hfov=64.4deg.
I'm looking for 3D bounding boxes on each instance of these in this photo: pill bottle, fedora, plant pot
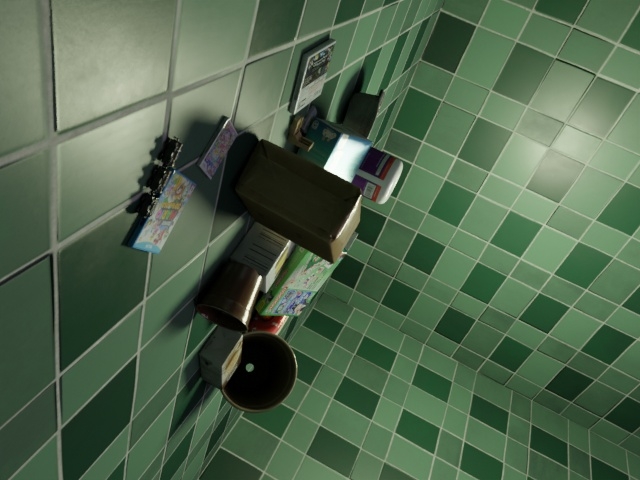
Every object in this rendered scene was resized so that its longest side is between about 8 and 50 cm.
[{"bbox_3d":[0.133,-0.279,1.909,0.181,0.323,0.181,-60,171,-16],"label":"pill bottle"},{"bbox_3d":[0.165,-0.508,2.070,0.243,0.124,0.275,110,2,-49],"label":"fedora"},{"bbox_3d":[-0.260,0.163,1.519,0.167,0.167,0.165,101,10,-61],"label":"plant pot"},{"bbox_3d":[-0.285,0.548,2.156,0.323,0.323,0.280,-60,-172,-18],"label":"plant pot"}]

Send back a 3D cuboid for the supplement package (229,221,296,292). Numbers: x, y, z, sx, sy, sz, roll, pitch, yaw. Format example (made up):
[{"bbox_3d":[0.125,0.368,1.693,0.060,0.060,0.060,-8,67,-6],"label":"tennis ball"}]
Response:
[{"bbox_3d":[-0.171,0.022,1.656,0.244,0.134,0.139,-58,170,-28],"label":"supplement package"}]

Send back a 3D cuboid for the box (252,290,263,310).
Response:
[{"bbox_3d":[-0.265,0.191,1.752,0.156,0.093,0.158,-56,170,-38],"label":"box"}]

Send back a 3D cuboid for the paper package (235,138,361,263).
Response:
[{"bbox_3d":[-0.051,-0.097,1.415,0.168,0.310,0.325,-59,170,-9],"label":"paper package"}]

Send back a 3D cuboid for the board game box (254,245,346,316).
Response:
[{"bbox_3d":[-0.067,0.138,1.796,0.214,0.046,0.317,15,117,-53],"label":"board game box"}]

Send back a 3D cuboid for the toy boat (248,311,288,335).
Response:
[{"bbox_3d":[-0.241,0.329,2.267,0.231,0.151,0.151,-59,140,-31],"label":"toy boat"}]

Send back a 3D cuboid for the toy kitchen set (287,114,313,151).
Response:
[{"bbox_3d":[-0.046,-0.331,1.525,0.068,0.075,0.083,-57,174,-41],"label":"toy kitchen set"}]

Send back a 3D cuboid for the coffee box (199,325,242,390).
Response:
[{"bbox_3d":[-0.363,0.429,1.864,0.141,0.098,0.246,-57,169,-35],"label":"coffee box"}]

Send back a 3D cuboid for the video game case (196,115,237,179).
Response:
[{"bbox_3d":[-0.222,-0.198,1.100,0.122,0.011,0.087,-61,172,-9],"label":"video game case"}]

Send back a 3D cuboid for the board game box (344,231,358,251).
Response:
[{"bbox_3d":[0.000,0.000,2.134,0.097,0.224,0.303,-57,180,-27],"label":"board game box"}]

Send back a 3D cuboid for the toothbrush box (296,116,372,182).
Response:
[{"bbox_3d":[0.016,-0.245,1.727,0.216,0.126,0.295,-5,126,-56],"label":"toothbrush box"}]

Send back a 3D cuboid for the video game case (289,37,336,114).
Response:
[{"bbox_3d":[-0.023,-0.466,1.441,0.190,0.022,0.173,-52,166,-49],"label":"video game case"}]

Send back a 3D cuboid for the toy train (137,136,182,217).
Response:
[{"bbox_3d":[-0.287,-0.113,0.918,0.158,0.027,0.036,-64,175,8],"label":"toy train"}]

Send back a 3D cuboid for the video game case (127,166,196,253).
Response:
[{"bbox_3d":[-0.309,-0.055,1.005,0.166,0.015,0.119,-62,172,-4],"label":"video game case"}]

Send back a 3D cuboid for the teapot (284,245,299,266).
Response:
[{"bbox_3d":[-0.102,0.046,1.902,0.187,0.253,0.255,-31,137,-28],"label":"teapot"}]

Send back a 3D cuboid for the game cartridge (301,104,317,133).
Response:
[{"bbox_3d":[-0.036,-0.386,1.621,0.083,0.017,0.056,-63,168,-2],"label":"game cartridge"}]
